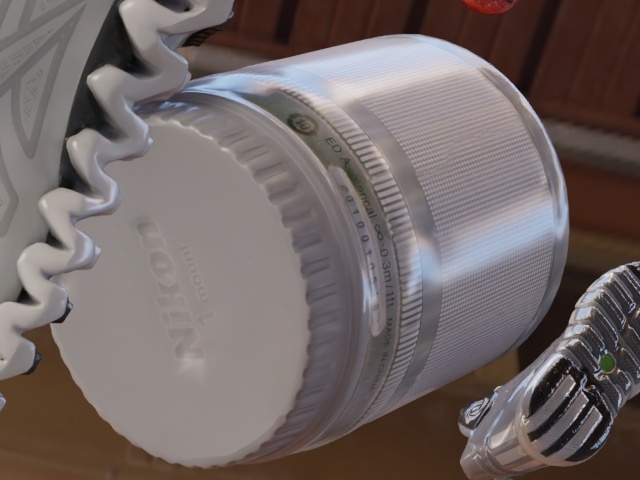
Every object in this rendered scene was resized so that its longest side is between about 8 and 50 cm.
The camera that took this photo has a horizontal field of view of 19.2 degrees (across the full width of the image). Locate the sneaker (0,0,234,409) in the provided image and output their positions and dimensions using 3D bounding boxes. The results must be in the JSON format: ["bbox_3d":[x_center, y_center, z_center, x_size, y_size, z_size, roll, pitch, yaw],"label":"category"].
[{"bbox_3d":[-0.123,-0.042,0.706,0.118,0.110,0.292,29,-102,-13],"label":"sneaker"}]

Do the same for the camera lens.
[{"bbox_3d":[0.000,0.000,1.115,0.219,0.274,0.219,11,-71,35],"label":"camera lens"}]

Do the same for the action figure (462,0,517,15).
[{"bbox_3d":[0.065,-0.203,0.678,0.091,0.139,0.280,19,-57,23],"label":"action figure"}]

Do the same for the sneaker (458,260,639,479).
[{"bbox_3d":[0.164,0.096,1.313,0.132,0.229,0.086,-33,-89,43],"label":"sneaker"}]
